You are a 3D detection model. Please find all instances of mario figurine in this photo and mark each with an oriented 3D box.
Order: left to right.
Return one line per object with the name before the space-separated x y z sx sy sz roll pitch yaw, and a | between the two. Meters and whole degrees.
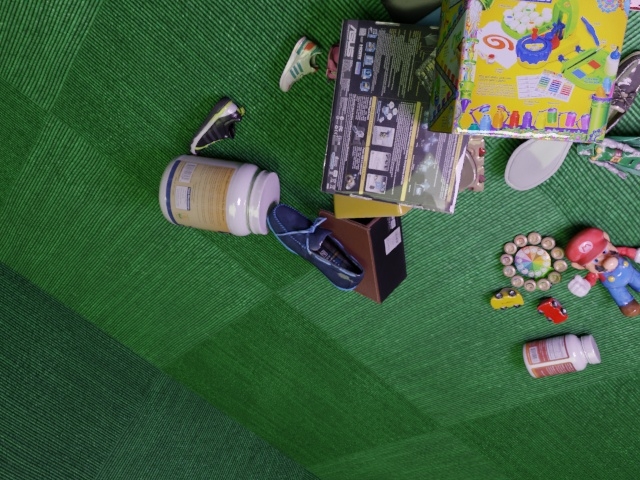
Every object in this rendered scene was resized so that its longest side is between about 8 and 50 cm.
mario figurine | 0.808 0.090 1.370 0.321 0.198 0.170 36 153 -18

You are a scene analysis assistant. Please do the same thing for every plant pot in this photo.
plant pot | 0.155 -0.186 1.342 0.212 0.212 0.187 0 114 38

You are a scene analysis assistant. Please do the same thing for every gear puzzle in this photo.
gear puzzle | 0.346 -0.283 1.318 0.176 0.044 0.338 2 127 20

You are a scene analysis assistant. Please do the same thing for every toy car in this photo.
toy car | 0.675 0.149 1.558 0.239 0.053 0.224 13 132 8

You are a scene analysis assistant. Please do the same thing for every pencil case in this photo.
pencil case | 0.120 -0.422 1.234 0.210 0.098 0.095 11 131 10

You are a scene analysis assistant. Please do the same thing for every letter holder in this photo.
letter holder | 0.131 0.011 1.566 0.215 0.152 0.301 22 139 38

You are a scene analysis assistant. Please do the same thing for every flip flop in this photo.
flip flop | 0.304 -0.239 1.283 0.112 0.080 0.277 -22 116 33

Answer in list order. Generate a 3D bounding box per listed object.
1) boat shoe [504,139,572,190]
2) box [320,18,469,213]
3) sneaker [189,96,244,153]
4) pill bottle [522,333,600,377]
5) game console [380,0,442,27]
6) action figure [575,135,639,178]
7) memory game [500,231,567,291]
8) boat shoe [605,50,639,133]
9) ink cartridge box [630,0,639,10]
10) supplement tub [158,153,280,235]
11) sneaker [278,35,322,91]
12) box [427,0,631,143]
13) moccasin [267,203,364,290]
boat shoe | 0.564 -0.254 1.225 0.114 0.091 0.302 34 132 3
box | 0.184 -0.281 1.141 0.319 0.097 0.394 11 104 15
sneaker | -0.307 -0.319 1.482 0.097 0.084 0.235 37 131 -15
pill bottle | 0.802 0.381 1.665 0.216 0.121 0.121 -22 119 33
game console | 0.366 -0.482 1.098 0.342 0.060 0.386 -27 113 29
action figure | 0.719 -0.195 1.169 0.233 0.063 0.137 12 144 9
memory game | 0.628 0.065 1.478 0.186 0.012 0.186 10 110 28
boat shoe | 0.676 -0.316 1.144 0.080 0.073 0.223 20 134 -1
ink cartridge box | 0.686 -0.576 0.883 0.272 0.130 0.309 11 131 9
supplement tub | -0.304 -0.137 1.538 0.317 0.228 0.228 10 131 12
sneaker | -0.050 -0.445 1.301 0.075 0.057 0.161 32 129 -1
box | 0.383 -0.338 0.956 0.290 0.177 0.278 3 104 -4
moccasin | 0.000 0.000 1.483 0.342 0.137 0.117 37 147 -4
